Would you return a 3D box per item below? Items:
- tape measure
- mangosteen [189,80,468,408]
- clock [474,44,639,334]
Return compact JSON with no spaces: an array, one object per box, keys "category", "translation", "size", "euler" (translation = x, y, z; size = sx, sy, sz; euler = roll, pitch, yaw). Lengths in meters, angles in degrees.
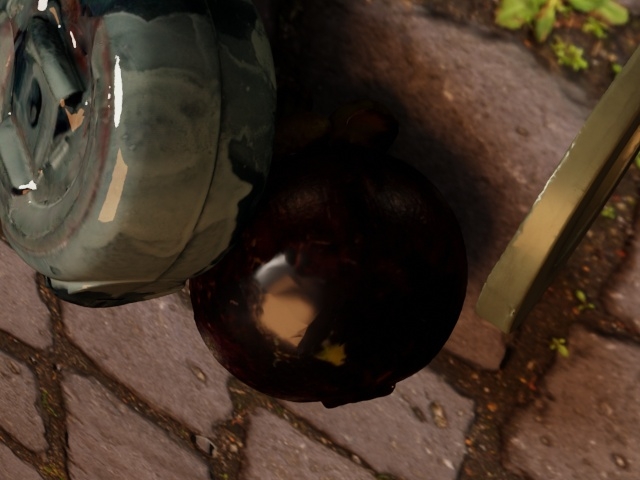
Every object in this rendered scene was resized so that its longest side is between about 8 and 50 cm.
[{"category":"tape measure","translation":[-0.154,-0.086,0.952],"size":[0.275,0.147,0.256],"euler":[-56,50,37]},{"category":"mangosteen","translation":[0.000,0.000,1.041],"size":[0.228,0.228,0.265],"euler":[-24,78,54]},{"category":"clock","translation":[0.165,-0.047,0.784],"size":[0.029,0.235,0.235],"euler":[33,145,12]}]
